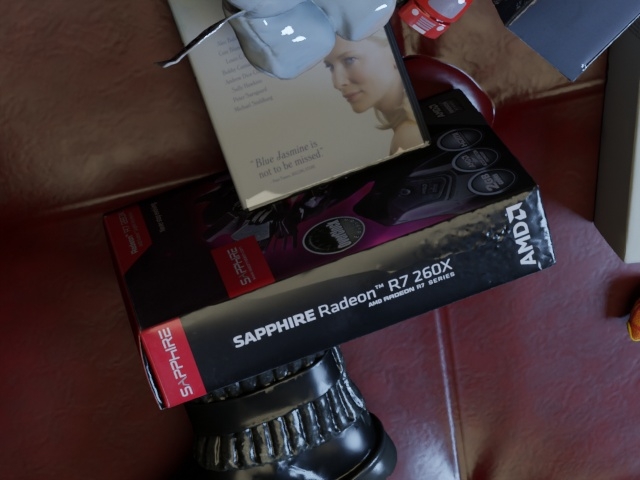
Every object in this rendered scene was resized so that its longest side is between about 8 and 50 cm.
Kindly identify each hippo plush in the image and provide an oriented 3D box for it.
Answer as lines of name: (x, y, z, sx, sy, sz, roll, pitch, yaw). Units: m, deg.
hippo plush: (-0.058, -0.282, 1.542, 0.294, 0.236, 0.234, -25, 159, -20)

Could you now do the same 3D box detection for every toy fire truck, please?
toy fire truck: (0.126, -0.280, 1.622, 0.047, 0.192, 0.135, 28, 134, -25)

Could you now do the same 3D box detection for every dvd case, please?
dvd case: (-0.026, -0.172, 1.644, 0.180, 0.022, 0.253, -20, 95, -4)

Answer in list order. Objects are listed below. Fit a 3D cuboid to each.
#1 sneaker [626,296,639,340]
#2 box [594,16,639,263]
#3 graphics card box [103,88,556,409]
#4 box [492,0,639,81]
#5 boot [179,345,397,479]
sneaker: (0.398, 0.088, 1.937, 0.175, 0.064, 0.067, 13, 132, -15)
box: (0.336, -0.121, 1.785, 0.113, 0.094, 0.275, -4, 117, -13)
graphics card box: (0.000, 0.000, 1.676, 0.371, 0.233, 0.094, -19, 119, -5)
box: (0.228, -0.252, 1.640, 0.093, 0.158, 0.156, 35, 111, -27)
boot: (-0.113, 0.198, 1.799, 0.348, 0.131, 0.260, -36, 127, -8)
